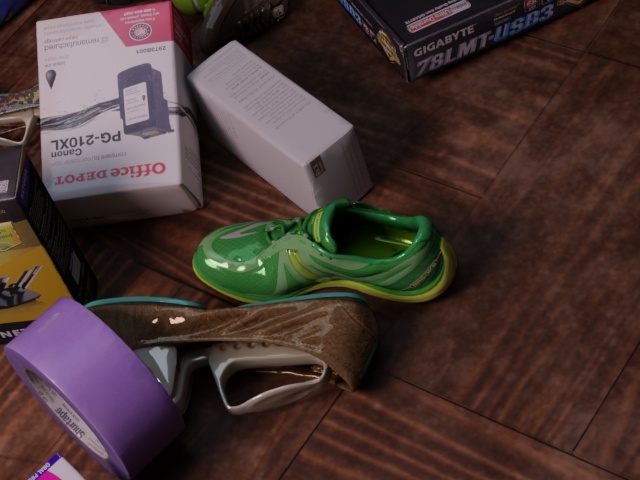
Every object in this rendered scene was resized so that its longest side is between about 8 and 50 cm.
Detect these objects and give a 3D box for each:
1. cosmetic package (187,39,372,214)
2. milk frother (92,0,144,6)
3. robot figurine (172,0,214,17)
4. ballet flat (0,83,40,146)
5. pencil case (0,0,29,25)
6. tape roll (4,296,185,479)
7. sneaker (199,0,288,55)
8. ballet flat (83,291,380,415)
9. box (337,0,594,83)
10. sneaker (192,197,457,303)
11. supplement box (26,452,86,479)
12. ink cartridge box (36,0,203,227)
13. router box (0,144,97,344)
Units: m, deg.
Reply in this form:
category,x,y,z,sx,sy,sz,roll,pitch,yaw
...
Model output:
category,x,y,z,sx,sy,sz,roll,pitch,yaw
cosmetic package,-0.049,-0.129,1.762,0.085,0.117,0.231,-41,54,-16
milk frother,-0.253,-0.393,2.055,0.143,0.129,0.134,-12,82,-31
robot figurine,-0.150,-0.341,1.994,0.115,0.067,0.101,-19,61,1
ballet flat,-0.368,-0.160,1.916,0.222,0.077,0.079,-10,68,14
pencil case,-0.408,-0.412,2.086,0.119,0.133,0.306,38,69,18
tape roll,-0.232,0.153,1.537,0.080,0.189,0.189,-42,53,-20
sneaker,-0.083,-0.307,1.949,0.071,0.066,0.188,25,63,25
ballet flat,-0.108,0.125,1.590,0.343,0.116,0.124,-1,63,9
box,0.166,-0.357,1.906,0.296,0.073,0.293,-25,47,-10
sneaker,0.000,0.000,1.638,0.296,0.123,0.109,-1,52,16
supplement box,-0.216,0.326,1.444,0.111,0.114,0.220,-41,54,-19
ink cartridge box,-0.240,-0.149,1.790,0.172,0.100,0.237,-8,73,8
router box,-0.433,0.023,1.666,0.309,0.243,0.081,-9,50,10
